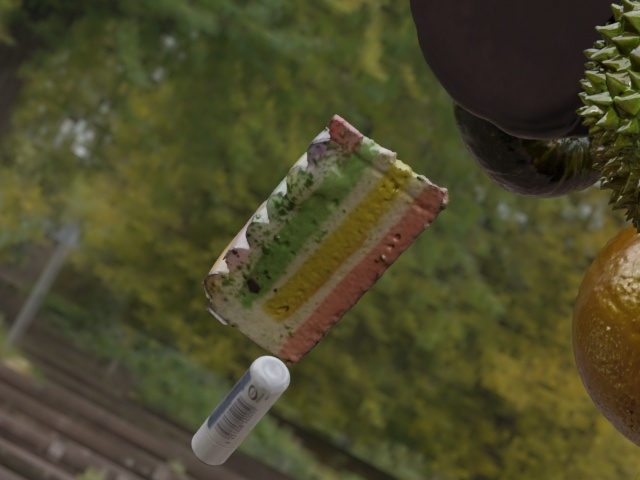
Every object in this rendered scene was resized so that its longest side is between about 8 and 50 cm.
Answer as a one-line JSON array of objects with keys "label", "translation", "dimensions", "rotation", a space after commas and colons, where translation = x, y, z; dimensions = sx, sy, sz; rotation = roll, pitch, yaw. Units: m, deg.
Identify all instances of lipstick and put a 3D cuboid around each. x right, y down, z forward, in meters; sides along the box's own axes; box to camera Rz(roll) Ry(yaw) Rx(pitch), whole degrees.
[{"label": "lipstick", "translation": [-0.074, 0.157, 1.803], "dimensions": [0.040, 0.040, 0.141], "rotation": [30, -46, -8]}]

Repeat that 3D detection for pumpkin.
[{"label": "pumpkin", "translation": [0.250, -0.154, 2.179], "dimensions": [0.223, 0.224, 0.157], "rotation": [36, -9, -37]}]

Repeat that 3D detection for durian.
[{"label": "durian", "translation": [0.321, -0.122, 1.538], "dimensions": [0.224, 0.291, 0.291], "rotation": [46, -11, -4]}]

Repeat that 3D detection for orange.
[{"label": "orange", "translation": [0.390, 0.099, 2.006], "dimensions": [0.274, 0.274, 0.274], "rotation": [27, -10, 5]}]

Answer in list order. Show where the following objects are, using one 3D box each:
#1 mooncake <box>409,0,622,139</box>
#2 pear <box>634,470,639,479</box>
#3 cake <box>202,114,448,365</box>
[{"label": "mooncake", "translation": [0.220, -0.232, 1.757], "dimensions": [0.283, 0.283, 0.141], "rotation": [21, 17, 37]}, {"label": "pear", "translation": [0.383, 0.274, 1.603], "dimensions": [0.304, 0.304, 0.304], "rotation": [27, -10, 5]}, {"label": "cake", "translation": [0.008, -0.010, 1.554], "dimensions": [0.109, 0.090, 0.225], "rotation": [40, -54, -2]}]
